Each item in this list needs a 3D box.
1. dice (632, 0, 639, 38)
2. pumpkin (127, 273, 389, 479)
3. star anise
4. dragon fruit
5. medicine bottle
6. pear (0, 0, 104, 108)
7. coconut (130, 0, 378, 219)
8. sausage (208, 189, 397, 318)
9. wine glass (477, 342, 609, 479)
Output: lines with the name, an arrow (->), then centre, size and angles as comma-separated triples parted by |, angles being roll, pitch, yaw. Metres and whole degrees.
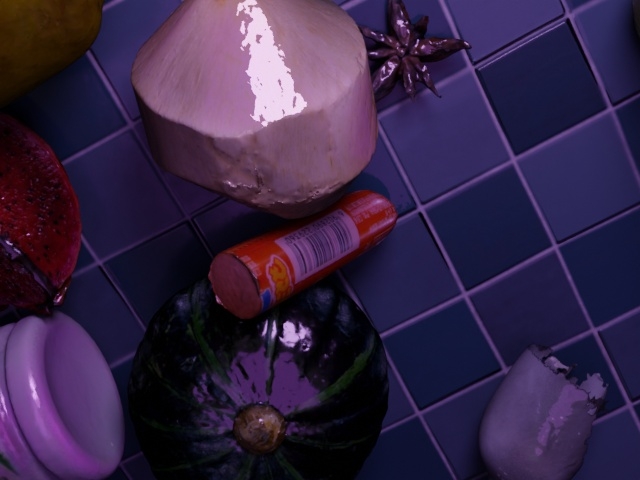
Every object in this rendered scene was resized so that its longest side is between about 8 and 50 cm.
dice -> 0.486, -0.218, 0.816 | 0.252, 0.250, 0.254 | -31, 106, 9
pumpkin -> -0.068, 0.178, 0.935 | 0.315, 0.238, 0.315 | 0, 104, 1
star anise -> 0.085, -0.196, 0.911 | 0.124, 0.056, 0.129 | 39, 100, -1
dragon fruit -> -0.368, -0.037, 0.911 | 0.189, 0.163, 0.262 | -44, 107, -20
medicine bottle -> -0.417, 0.231, 0.954 | 0.325, 0.212, 0.212 | -22, 107, 5
pear -> -0.395, -0.276, 0.734 | 0.413, 0.352, 0.352 | 7, 108, -15
coconut -> -0.062, -0.147, 0.818 | 0.259, 0.259, 0.259 | 0, 108, -1
sausage -> 0.000, 0.000, 0.885 | 0.074, 0.274, 0.074 | 18, 121, 34
wine glass -> 0.235, 0.288, 1.029 | 0.143, 0.143, 0.321 | 23, 106, -9
